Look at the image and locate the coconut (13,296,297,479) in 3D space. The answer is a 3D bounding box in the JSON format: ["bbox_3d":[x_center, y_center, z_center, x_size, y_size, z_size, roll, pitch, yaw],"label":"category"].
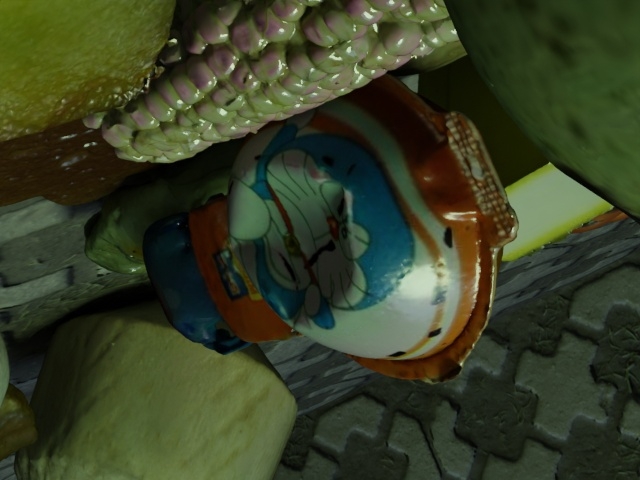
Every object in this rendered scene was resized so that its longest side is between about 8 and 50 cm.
[{"bbox_3d":[-0.171,0.189,1.699,0.328,0.329,0.329,-22,169,-5],"label":"coconut"}]

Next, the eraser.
[{"bbox_3d":[0.139,-0.096,1.103,0.069,0.226,0.158,32,135,-30],"label":"eraser"}]

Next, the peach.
[{"bbox_3d":[-0.160,-0.120,0.774,0.189,0.068,0.279,-35,163,10],"label":"peach"}]

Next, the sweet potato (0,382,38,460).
[{"bbox_3d":[-0.441,0.190,1.459,0.369,0.158,0.158,-17,168,-30],"label":"sweet potato"}]

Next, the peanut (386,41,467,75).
[{"bbox_3d":[0.095,-0.162,1.012,0.214,0.090,0.098,-18,178,-18],"label":"peanut"}]

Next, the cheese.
[{"bbox_3d":[0.000,0.000,1.026,0.129,0.217,0.329,-26,-175,-40],"label":"cheese"}]

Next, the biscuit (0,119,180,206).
[{"bbox_3d":[-0.170,-0.069,1.056,0.179,0.039,0.236,-21,169,15],"label":"biscuit"}]

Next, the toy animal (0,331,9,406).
[{"bbox_3d":[-0.319,0.073,1.219,0.140,0.138,0.282,-29,162,-5],"label":"toy animal"}]

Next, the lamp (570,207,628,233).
[{"bbox_3d":[0.199,-0.097,1.274,0.187,0.188,0.164,-17,170,-26],"label":"lamp"}]

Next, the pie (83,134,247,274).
[{"bbox_3d":[-0.046,-0.046,1.267,0.306,0.071,0.306,-25,178,-1],"label":"pie"}]

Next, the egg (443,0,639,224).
[{"bbox_3d":[0.229,-0.154,0.642,0.345,0.345,0.428,-30,163,34],"label":"egg"}]

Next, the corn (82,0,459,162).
[{"bbox_3d":[0.007,-0.136,0.878,0.335,0.127,0.126,-29,167,33],"label":"corn"}]
